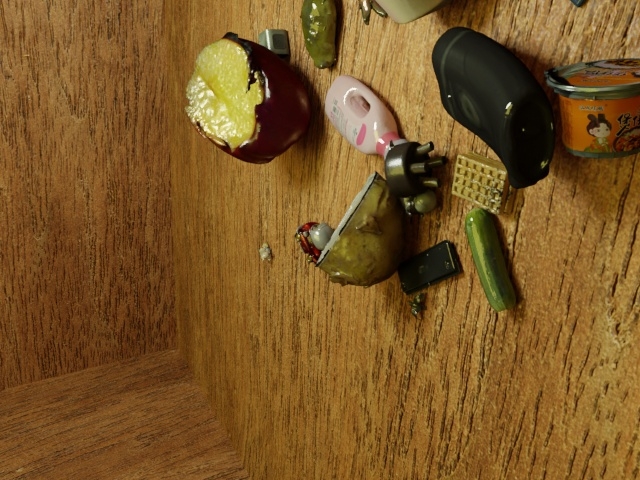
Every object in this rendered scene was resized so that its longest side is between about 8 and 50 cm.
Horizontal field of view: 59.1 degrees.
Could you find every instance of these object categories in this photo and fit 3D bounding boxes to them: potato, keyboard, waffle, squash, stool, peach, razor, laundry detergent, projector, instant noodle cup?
[{"bbox_3d":[0.142,-0.013,1.471,0.300,0.196,0.246,-59,4,26],"label":"potato"},{"bbox_3d":[0.268,0.074,1.426,0.230,0.025,0.094,-36,66,58],"label":"keyboard"},{"bbox_3d":[0.349,-0.123,1.204,0.148,0.042,0.103,38,131,49],"label":"waffle"},{"bbox_3d":[-0.001,-0.609,1.628,0.117,0.090,0.226,27,129,48],"label":"potato"},{"bbox_3d":[0.362,0.040,1.211,0.066,0.066,0.229,-28,76,60],"label":"squash"},{"bbox_3d":[0.228,-0.144,1.331,0.121,0.125,0.217,-2,121,38],"label":"stool"},{"bbox_3d":[-0.236,-0.446,1.797,0.339,0.353,0.416,-40,100,24],"label":"peach"},{"bbox_3d":[0.319,-0.258,1.047,0.349,0.113,0.204,-111,-1,-50],"label":"razor"},{"bbox_3d":[0.128,-0.306,1.496,0.335,0.087,0.159,52,139,39],"label":"laundry detergent"},{"bbox_3d":[-0.157,-0.656,1.894,0.083,0.083,0.082,4,102,60],"label":"projector"},{"bbox_3d":[0.449,-0.203,0.888,0.208,0.177,0.126,-134,30,-60],"label":"instant noodle cup"}]

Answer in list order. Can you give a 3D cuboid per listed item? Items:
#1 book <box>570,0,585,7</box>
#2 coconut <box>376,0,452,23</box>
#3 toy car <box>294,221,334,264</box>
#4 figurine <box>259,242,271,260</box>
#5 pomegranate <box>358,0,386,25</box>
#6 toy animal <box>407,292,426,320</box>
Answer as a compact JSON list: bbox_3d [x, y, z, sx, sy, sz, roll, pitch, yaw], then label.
[{"bbox_3d":[0.454,-0.579,0.900,0.228,0.018,0.322,65,147,26],"label":"book"},{"bbox_3d":[0.198,-0.566,1.165,0.241,0.241,0.241,27,122,55],"label":"coconut"},{"bbox_3d":[0.000,0.000,1.817,0.112,0.112,0.139,-21,90,45],"label":"toy car"},{"bbox_3d":[-0.218,0.043,2.272,0.051,0.047,0.083,-65,35,25],"label":"figurine"},{"bbox_3d":[0.101,-0.642,1.366,0.181,0.181,0.224,8,121,60],"label":"pomegranate"},{"bbox_3d":[0.252,0.168,1.481,0.050,0.028,0.084,34,130,51],"label":"toy animal"}]
